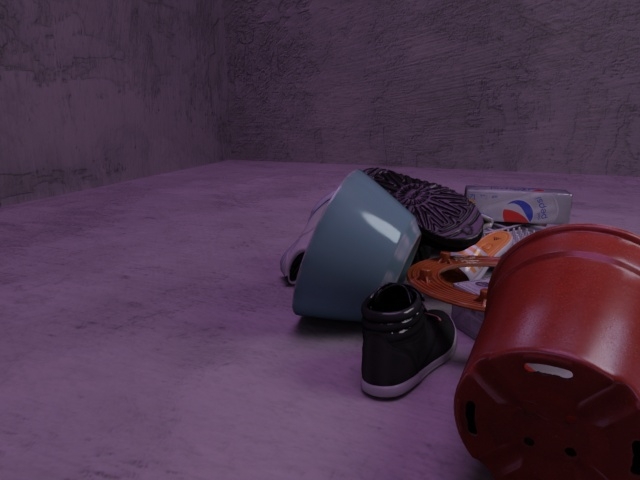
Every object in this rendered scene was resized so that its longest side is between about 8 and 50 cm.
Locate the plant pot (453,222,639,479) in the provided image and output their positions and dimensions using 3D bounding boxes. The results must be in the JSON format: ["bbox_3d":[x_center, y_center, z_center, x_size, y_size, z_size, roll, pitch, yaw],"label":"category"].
[{"bbox_3d":[0.296,0.150,0.650,0.272,0.272,0.265,9,26,31],"label":"plant pot"}]

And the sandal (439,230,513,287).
[{"bbox_3d":[0.349,0.028,1.271,0.265,0.076,0.102,-37,30,-30],"label":"sandal"}]

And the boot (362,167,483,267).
[{"bbox_3d":[0.228,-0.011,1.269,0.131,0.260,0.348,-38,46,-21],"label":"boot"}]

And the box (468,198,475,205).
[{"bbox_3d":[0.313,-0.040,1.506,0.201,0.164,0.021,-14,59,-26],"label":"box"}]

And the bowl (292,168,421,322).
[{"bbox_3d":[0.088,0.033,1.059,0.163,0.311,0.311,23,21,13],"label":"bowl"}]

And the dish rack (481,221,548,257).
[{"bbox_3d":[0.520,0.016,1.441,0.286,0.072,0.333,-9,17,-31],"label":"dish rack"}]

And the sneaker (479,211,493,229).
[{"bbox_3d":[0.358,-0.049,1.406,0.211,0.080,0.081,-12,18,-33],"label":"sneaker"}]

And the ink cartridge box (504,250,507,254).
[{"bbox_3d":[0.354,0.039,0.967,0.048,0.028,0.083,3,13,5],"label":"ink cartridge box"}]

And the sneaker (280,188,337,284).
[{"bbox_3d":[0.000,0.000,1.275,0.094,0.258,0.091,26,18,-25],"label":"sneaker"}]

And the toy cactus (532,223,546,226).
[{"bbox_3d":[0.669,-0.093,1.812,0.219,0.112,0.180,-3,23,-41],"label":"toy cactus"}]

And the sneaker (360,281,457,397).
[{"bbox_3d":[0.157,0.130,0.902,0.105,0.146,0.296,6,16,31],"label":"sneaker"}]

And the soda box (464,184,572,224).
[{"bbox_3d":[0.561,-0.103,1.571,0.286,0.091,0.098,4,14,12],"label":"soda box"}]

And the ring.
[{"bbox_3d":[0.325,0.065,0.984,0.337,0.032,0.336,1,12,0],"label":"ring"}]

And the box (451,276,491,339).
[{"bbox_3d":[0.413,0.124,1.019,0.290,0.087,0.169,-7,16,-21],"label":"box"}]
